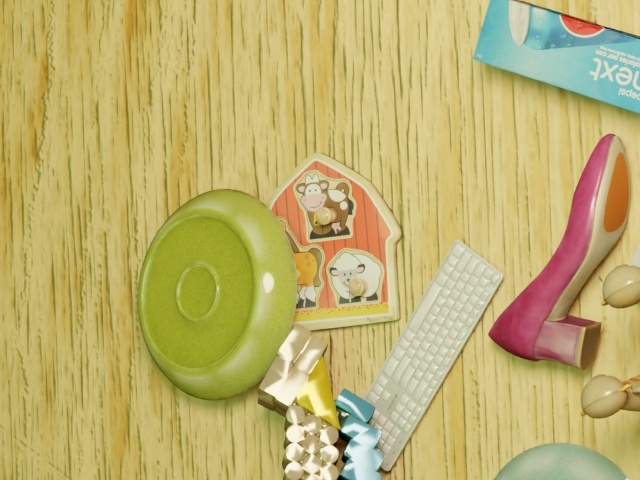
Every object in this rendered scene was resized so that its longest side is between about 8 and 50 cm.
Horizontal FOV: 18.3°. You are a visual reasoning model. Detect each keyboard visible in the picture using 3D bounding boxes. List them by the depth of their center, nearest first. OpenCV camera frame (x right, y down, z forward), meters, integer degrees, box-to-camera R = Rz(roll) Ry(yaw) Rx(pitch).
[{"bbox_3d":[0.109,0.124,2.125,0.072,0.014,0.256,38,109,27],"label":"keyboard"}]

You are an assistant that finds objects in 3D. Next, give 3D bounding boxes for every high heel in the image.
[{"bbox_3d":[0.239,0.005,2.010,0.117,0.082,0.244,16,106,33],"label":"high heel"}]

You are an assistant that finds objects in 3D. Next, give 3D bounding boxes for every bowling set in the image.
[{"bbox_3d":[0.332,0.042,1.839,0.287,0.154,0.200,-35,68,43],"label":"bowling set"}]

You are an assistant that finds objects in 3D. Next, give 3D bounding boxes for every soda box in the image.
[{"bbox_3d":[0.263,-0.184,1.996,0.210,0.067,0.071,22,101,30],"label":"soda box"}]

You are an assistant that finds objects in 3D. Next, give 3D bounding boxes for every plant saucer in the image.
[{"bbox_3d":[0.240,0.304,2.028,0.195,0.037,0.195,-1,89,33],"label":"plant saucer"},{"bbox_3d":[-0.128,0.059,2.237,0.241,0.037,0.241,-6,80,39],"label":"plant saucer"}]

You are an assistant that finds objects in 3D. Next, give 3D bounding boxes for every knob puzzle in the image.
[{"bbox_3d":[0.000,0.000,2.184,0.213,0.030,0.213,0,90,33],"label":"knob puzzle"}]

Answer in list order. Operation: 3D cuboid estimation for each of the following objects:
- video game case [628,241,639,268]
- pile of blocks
[{"bbox_3d":[0.389,0.022,1.907,0.190,0.022,0.173,42,122,38],"label":"video game case"},{"bbox_3d":[0.019,0.273,2.137,0.149,0.112,0.362,-6,76,-5],"label":"pile of blocks"}]
